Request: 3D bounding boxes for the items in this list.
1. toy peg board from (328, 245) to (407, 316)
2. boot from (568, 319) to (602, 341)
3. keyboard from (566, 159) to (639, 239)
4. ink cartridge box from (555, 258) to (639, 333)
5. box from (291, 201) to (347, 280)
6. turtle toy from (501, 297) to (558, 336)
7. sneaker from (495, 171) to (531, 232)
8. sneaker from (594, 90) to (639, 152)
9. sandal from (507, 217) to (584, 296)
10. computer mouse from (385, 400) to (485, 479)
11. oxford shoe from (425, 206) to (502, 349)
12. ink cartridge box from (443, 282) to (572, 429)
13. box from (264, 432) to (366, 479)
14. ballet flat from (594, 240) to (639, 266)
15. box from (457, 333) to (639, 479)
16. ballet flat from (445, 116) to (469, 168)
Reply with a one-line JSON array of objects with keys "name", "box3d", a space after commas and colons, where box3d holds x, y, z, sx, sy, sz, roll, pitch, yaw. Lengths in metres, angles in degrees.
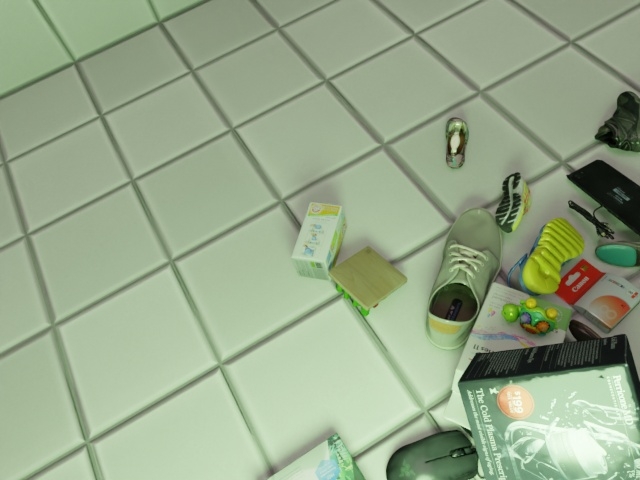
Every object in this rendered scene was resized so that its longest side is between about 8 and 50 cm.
[{"name": "toy peg board", "box3d": [0.130, 0.122, 1.573, 0.160, 0.079, 0.161, -31, 57, -28]}, {"name": "boot", "box3d": [0.653, 0.301, 1.331, 0.106, 0.082, 0.219, -37, 76, -5]}, {"name": "keyboard", "box3d": [0.819, -0.103, 1.573, 0.201, 0.033, 0.317, -27, 44, -2]}, {"name": "ink cartridge box", "box3d": [0.730, 0.135, 1.463, 0.145, 0.045, 0.179, -38, 62, -15]}, {"name": "box", "box3d": [0.000, 0.000, 1.639, 0.103, 0.114, 0.203, 8, 59, 17]}, {"name": "turtle toy", "box3d": [0.492, 0.180, 1.302, 0.130, 0.095, 0.066, 27, 77, 27]}, {"name": "sneaker", "box3d": [0.575, -0.099, 1.612, 0.081, 0.094, 0.209, -18, 40, 49]}, {"name": "sneaker", "box3d": [0.926, -0.377, 1.727, 0.130, 0.087, 0.228, 6, 64, 6]}, {"name": "sandal", "box3d": [0.597, 0.051, 1.494, 0.317, 0.138, 0.126, -36, 81, -35]}, {"name": "computer mouse", "box3d": [0.279, 0.502, 1.294, 0.272, 0.072, 0.189, -23, 57, -4]}, {"name": "oxford shoe", "box3d": [0.396, 0.081, 1.510, 0.169, 0.130, 0.449, 14, 60, 21]}, {"name": "ink cartridge box", "box3d": [0.451, 0.295, 1.338, 0.207, 0.119, 0.353, 20, 55, 21]}, {"name": "box", "box3d": [0.027, 0.642, 1.259, 0.232, 0.058, 0.322, -31, 59, -10]}, {"name": "ballet flat", "box3d": [0.858, 0.034, 1.491, 0.213, 0.072, 0.068, 6, 27, 31]}, {"name": "box", "box3d": [0.485, 0.392, 1.104, 0.312, 0.179, 0.343, -16, 92, 29]}, {"name": "ballet flat", "box3d": [0.440, -0.334, 1.793, 0.076, 0.079, 0.222, 4, 58, 13]}]
